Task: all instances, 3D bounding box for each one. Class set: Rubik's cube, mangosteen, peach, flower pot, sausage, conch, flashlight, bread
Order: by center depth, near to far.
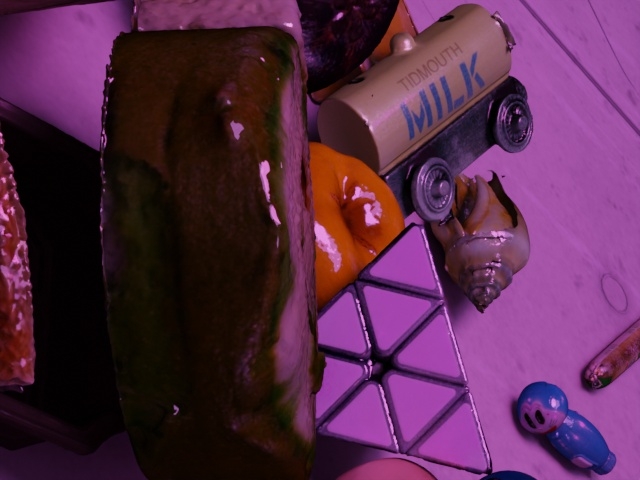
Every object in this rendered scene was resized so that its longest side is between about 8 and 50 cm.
[{"bbox_3d":[-0.217,0.033,1.249,0.179,0.084,0.251,29,43,-36],"label":"flower pot"},{"bbox_3d":[-0.065,-0.017,1.270,0.366,0.129,0.382,80,7,-72],"label":"bread"},{"bbox_3d":[0.080,0.081,1.446,0.211,0.190,0.178,3,104,-53],"label":"Rubik's cube"},{"bbox_3d":[0.000,0.000,1.534,0.179,0.103,0.179,31,41,-31],"label":"peach"},{"bbox_3d":[-0.045,-0.229,1.579,0.216,0.216,0.216,32,42,-34],"label":"mangosteen"},{"bbox_3d":[0.237,0.180,1.745,0.129,0.051,0.051,38,39,-31],"label":"flashlight"},{"bbox_3d":[0.152,-0.009,1.760,0.095,0.079,0.201,18,33,-28],"label":"conch"},{"bbox_3d":[0.334,0.105,1.939,0.033,0.033,0.269,60,34,2],"label":"sausage"}]

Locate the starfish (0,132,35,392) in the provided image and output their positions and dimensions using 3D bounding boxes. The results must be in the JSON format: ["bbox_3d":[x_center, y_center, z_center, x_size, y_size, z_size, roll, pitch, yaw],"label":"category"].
[{"bbox_3d":[-0.288,-0.161,1.117,0.398,0.132,0.384,23,71,-5],"label":"starfish"}]

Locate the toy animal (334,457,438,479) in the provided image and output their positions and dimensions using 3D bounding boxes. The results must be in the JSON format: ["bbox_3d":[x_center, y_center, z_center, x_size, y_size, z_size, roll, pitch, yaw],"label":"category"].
[{"bbox_3d":[0.080,0.283,1.386,0.165,0.149,0.248,23,39,-59],"label":"toy animal"}]

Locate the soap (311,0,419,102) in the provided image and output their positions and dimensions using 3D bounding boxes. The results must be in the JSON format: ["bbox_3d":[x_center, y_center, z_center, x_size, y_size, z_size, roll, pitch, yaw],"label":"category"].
[{"bbox_3d":[0.013,-0.247,1.765,0.135,0.076,0.233,-6,68,-55],"label":"soap"}]

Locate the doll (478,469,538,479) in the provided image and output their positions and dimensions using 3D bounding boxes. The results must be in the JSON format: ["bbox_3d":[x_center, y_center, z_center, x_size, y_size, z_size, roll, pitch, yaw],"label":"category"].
[{"bbox_3d":[0.174,0.253,1.584,0.152,0.085,0.114,45,20,-38],"label":"doll"}]

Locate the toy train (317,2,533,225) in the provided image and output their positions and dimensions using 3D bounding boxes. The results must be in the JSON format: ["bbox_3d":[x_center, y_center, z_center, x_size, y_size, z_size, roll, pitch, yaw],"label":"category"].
[{"bbox_3d":[0.098,-0.119,1.689,0.253,0.105,0.157,-37,115,-38],"label":"toy train"}]

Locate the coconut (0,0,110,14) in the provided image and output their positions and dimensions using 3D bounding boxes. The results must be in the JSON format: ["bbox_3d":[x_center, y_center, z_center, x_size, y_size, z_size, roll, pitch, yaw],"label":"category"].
[{"bbox_3d":[-0.216,-0.312,1.352,0.329,0.329,0.329,32,42,-34],"label":"coconut"}]
